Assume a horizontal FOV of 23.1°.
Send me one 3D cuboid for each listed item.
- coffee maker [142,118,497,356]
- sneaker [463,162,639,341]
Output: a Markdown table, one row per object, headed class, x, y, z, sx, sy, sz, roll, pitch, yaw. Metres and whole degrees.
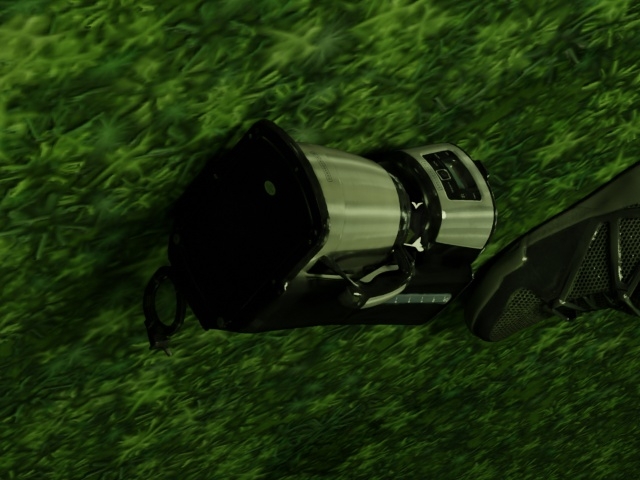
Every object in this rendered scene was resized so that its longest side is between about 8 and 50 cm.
| class | x | y | z | sx | sy | sz | roll | pitch | yaw |
| --- | --- | --- | --- | --- | --- | --- | --- | --- | --- |
| coffee maker | 0.000 | 0.000 | 1.011 | 0.171 | 0.120 | 0.178 | -20 | 165 | 41 |
| sneaker | 0.230 | 0.039 | 1.284 | 0.227 | 0.130 | 0.087 | -33 | 153 | 11 |
